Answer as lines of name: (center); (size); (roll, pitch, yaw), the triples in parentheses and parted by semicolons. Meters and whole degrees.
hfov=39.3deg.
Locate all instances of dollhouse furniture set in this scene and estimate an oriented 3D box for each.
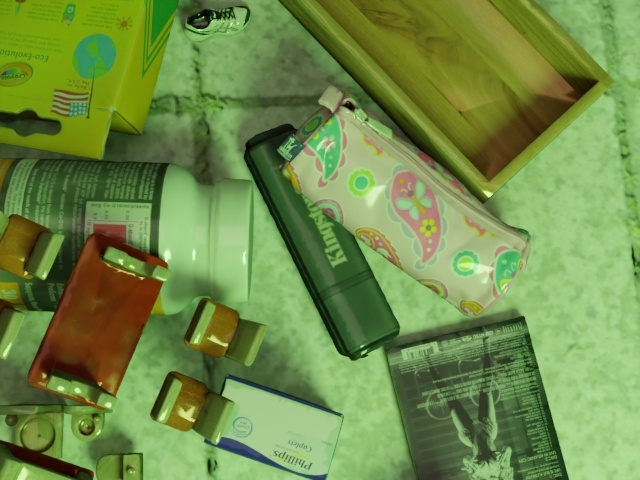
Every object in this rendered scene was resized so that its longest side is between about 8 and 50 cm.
dollhouse furniture set: (-0.259, 0.243, 0.911); (0.144, 0.123, 0.151); (0, 80, -3)
dollhouse furniture set: (-0.224, 0.124, 0.823); (0.262, 0.135, 0.259); (26, 80, -20)

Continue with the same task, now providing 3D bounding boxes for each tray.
tray: (0.118, -0.256, 1.046); (0.203, 0.076, 0.411); (-42, 83, -9)

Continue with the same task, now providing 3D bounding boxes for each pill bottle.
pill bottle: (-0.212, -0.003, 0.939); (0.278, 0.162, 0.162); (2, 80, -2)

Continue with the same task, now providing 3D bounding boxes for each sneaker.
sneaker: (-0.120, -0.259, 1.053); (0.083, 0.037, 0.032); (-21, 80, -8)

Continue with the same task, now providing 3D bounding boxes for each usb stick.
usb stick: (0.000, 0.000, 1.007); (0.077, 0.045, 0.278); (-25, 81, -11)

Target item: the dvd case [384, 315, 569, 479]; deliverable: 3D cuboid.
dvd case: (0.176, 0.208, 0.991); (0.164, 0.018, 0.221); (-13, 80, -5)

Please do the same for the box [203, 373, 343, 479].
box: (-0.046, 0.193, 0.923); (0.126, 0.137, 0.072); (19, 80, 1)

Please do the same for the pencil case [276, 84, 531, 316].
pencil case: (0.090, -0.042, 0.963); (0.284, 0.124, 0.124); (38, 80, -6)

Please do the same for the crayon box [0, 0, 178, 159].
crayon box: (-0.275, -0.242, 0.998); (0.202, 0.081, 0.319); (11, 79, 15)
